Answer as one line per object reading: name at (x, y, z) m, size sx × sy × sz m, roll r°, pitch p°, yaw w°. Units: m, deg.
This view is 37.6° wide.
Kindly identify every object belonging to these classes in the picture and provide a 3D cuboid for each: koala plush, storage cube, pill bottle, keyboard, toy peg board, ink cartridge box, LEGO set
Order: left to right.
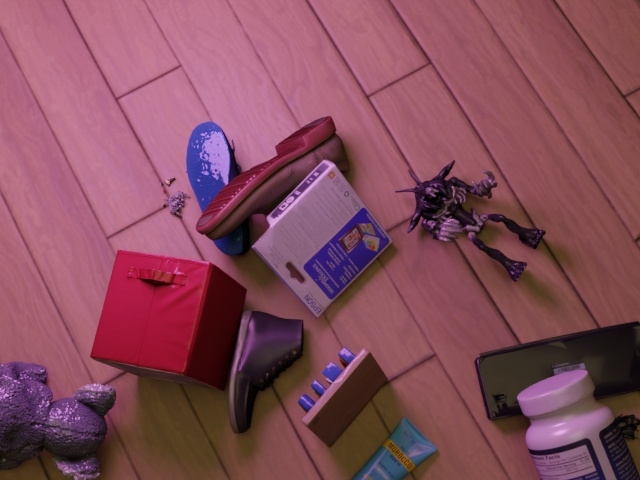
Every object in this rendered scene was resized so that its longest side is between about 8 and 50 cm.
koala plush at (-0.474, 0.319, 1.628) m, size 0.221 × 0.203 × 0.196 m, roll 16°, pitch 77°, yaw -5°
storage cube at (-0.259, 0.141, 1.633) m, size 0.184 × 0.215 × 0.193 m, roll 7°, pitch 76°, yaw 17°
LEGO set at (-0.282, -0.085, 1.796) m, size 0.054 × 0.023 × 0.083 m, roll -39°, pitch 76°, yaw -7°
ink cartridge box at (0.000, 0.000, 1.682) m, size 0.208 × 0.045 × 0.206 m, roll -45°, pitch 121°, yaw -11°
toy peg board at (0.022, 0.255, 1.625) m, size 0.079 × 0.160 × 0.161 m, roll 36°, pitch 80°, yaw 28°
keyboard at (0.446, 0.267, 1.655) m, size 0.317 × 0.033 × 0.201 m, roll -11°, pitch 74°, yaw 1°
pill bottle at (0.429, 0.357, 1.542) m, size 0.153 × 0.153 × 0.264 m, roll -21°, pitch 88°, yaw -2°

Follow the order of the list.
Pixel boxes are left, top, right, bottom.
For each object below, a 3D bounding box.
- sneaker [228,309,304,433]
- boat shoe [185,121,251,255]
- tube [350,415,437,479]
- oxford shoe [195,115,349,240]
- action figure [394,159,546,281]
sneaker at (-0.095, 0.235, 1.669) m, size 0.118 × 0.083 × 0.222 m, roll 6°, pitch 74°, yaw 5°
boat shoe at (-0.192, -0.092, 1.765) m, size 0.109 × 0.089 × 0.258 m, roll -11°, pitch 79°, yaw 14°
tube at (0.104, 0.406, 1.633) m, size 0.207 × 0.052 × 0.080 m, roll -42°, pitch 86°, yaw -14°
oxford shoe at (-0.070, -0.089, 1.689) m, size 0.348 × 0.123 × 0.130 m, roll -40°, pitch 107°, yaw -27°
action figure at (0.266, -0.049, 1.695) m, size 0.276 × 0.141 × 0.164 m, roll 31°, pitch 81°, yaw 7°
